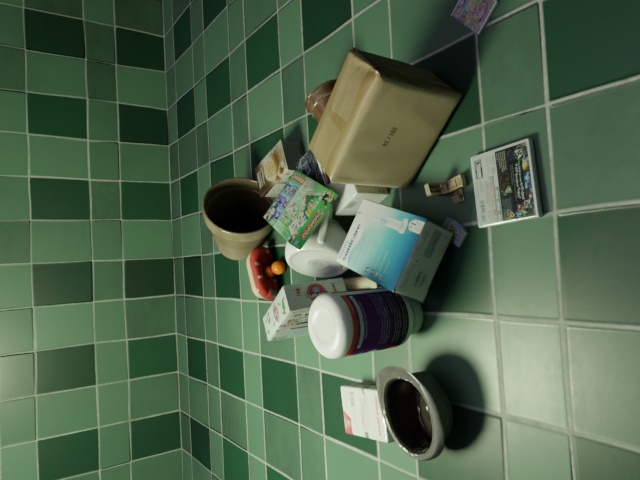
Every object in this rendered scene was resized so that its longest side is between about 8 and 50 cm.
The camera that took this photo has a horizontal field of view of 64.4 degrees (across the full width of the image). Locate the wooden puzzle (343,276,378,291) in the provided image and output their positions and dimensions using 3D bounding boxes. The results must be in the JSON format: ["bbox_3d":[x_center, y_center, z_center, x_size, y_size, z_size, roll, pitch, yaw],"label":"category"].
[{"bbox_3d":[0.130,0.243,1.726,0.221,0.044,0.238,-14,80,55],"label":"wooden puzzle"}]

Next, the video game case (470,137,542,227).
[{"bbox_3d":[0.455,-0.136,1.257,0.173,0.022,0.190,-13,79,55],"label":"video game case"}]

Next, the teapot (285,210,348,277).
[{"bbox_3d":[0.000,0.000,1.765,0.256,0.253,0.187,-17,53,37],"label":"teapot"}]

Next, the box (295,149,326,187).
[{"bbox_3d":[-0.005,-0.246,1.862,0.158,0.093,0.155,-32,65,53],"label":"box"}]

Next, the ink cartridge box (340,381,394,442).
[{"bbox_3d":[0.170,0.547,1.638,0.218,0.092,0.158,-17,77,56],"label":"ink cartridge box"}]

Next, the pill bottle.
[{"bbox_3d":[0.138,0.229,1.466,0.182,0.323,0.181,3,93,56],"label":"pill bottle"}]

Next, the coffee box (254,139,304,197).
[{"bbox_3d":[-0.166,-0.289,2.089,0.246,0.098,0.141,-36,62,50],"label":"coffee box"}]

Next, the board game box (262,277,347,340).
[{"bbox_3d":[-0.056,0.249,1.795,0.303,0.224,0.097,124,135,-55],"label":"board game box"}]

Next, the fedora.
[{"bbox_3d":[0.283,0.470,1.439,0.244,0.124,0.275,-29,76,55],"label":"fedora"}]

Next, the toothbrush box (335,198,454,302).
[{"bbox_3d":[0.204,0.021,1.469,0.296,0.126,0.216,25,92,55],"label":"toothbrush box"}]

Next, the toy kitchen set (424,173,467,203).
[{"bbox_3d":[0.342,-0.132,1.373,0.083,0.075,0.068,-30,68,57],"label":"toy kitchen set"}]

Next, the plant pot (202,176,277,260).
[{"bbox_3d":[-0.355,-0.069,2.234,0.280,0.324,0.323,106,145,-51],"label":"plant pot"}]

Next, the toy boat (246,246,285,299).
[{"bbox_3d":[-0.217,0.130,2.175,0.151,0.151,0.230,-25,68,21],"label":"toy boat"}]

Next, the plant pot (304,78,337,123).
[{"bbox_3d":[0.054,-0.424,1.723,0.167,0.167,0.165,-45,63,47],"label":"plant pot"}]

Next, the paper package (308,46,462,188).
[{"bbox_3d":[0.171,-0.323,1.409,0.168,0.310,0.324,59,135,39],"label":"paper package"}]

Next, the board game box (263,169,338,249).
[{"bbox_3d":[-0.077,-0.113,1.718,0.213,0.046,0.317,-54,29,3],"label":"board game box"}]

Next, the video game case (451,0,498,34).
[{"bbox_3d":[0.401,-0.604,1.328,0.122,0.011,0.087,57,135,37],"label":"video game case"}]

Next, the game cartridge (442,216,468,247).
[{"bbox_3d":[0.367,-0.027,1.395,0.083,0.017,0.056,50,127,42],"label":"game cartridge"}]

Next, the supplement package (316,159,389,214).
[{"bbox_3d":[0.099,-0.219,1.674,0.139,0.134,0.243,-45,55,46],"label":"supplement package"}]
